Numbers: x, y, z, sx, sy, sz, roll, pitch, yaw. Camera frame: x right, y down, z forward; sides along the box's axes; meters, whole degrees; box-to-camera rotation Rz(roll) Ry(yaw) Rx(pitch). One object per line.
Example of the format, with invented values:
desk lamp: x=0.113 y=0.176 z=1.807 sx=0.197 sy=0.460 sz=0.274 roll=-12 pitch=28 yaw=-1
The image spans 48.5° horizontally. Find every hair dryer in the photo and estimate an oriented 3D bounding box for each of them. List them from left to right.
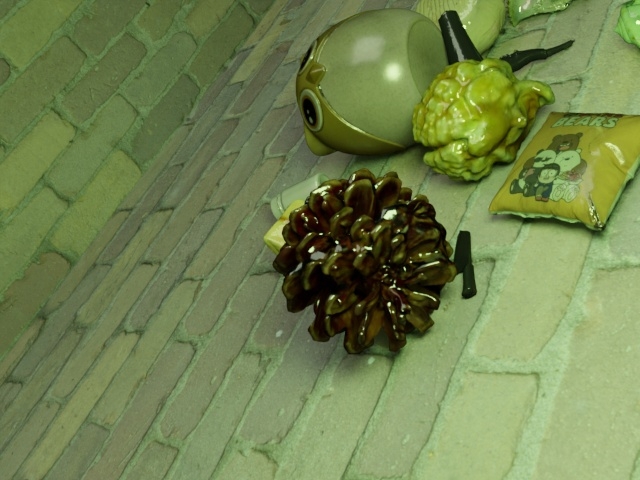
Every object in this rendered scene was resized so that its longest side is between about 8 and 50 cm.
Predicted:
hair dryer: x=0.515 y=-0.523 z=1.961 sx=0.360 sy=0.303 sz=0.120 roll=-16 pitch=-9 yaw=3

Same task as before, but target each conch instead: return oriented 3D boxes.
conch: x=0.821 y=-0.548 z=1.680 sx=0.251 sy=0.137 sz=0.143 roll=-32 pitch=31 yaw=16

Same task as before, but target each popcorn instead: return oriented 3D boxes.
popcorn: x=0.385 y=-0.311 z=1.757 sx=0.335 sy=0.279 sz=0.274 roll=-64 pitch=16 yaw=-11

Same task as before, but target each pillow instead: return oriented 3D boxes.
pillow: x=0.545 y=-0.162 z=1.529 sx=0.312 sy=0.119 sz=0.310 roll=-53 pitch=29 yaw=-14

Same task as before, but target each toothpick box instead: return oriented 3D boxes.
toothpick box: x=0.137 y=-0.445 z=2.054 sx=0.425 sy=0.409 sz=0.408 roll=-10 pitch=43 yaw=39

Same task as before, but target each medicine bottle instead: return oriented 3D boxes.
medicine bottle: x=-0.054 y=-0.127 z=2.175 sx=0.187 sy=0.103 sz=0.102 roll=-24 pitch=35 yaw=29

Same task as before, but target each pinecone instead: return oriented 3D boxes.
pinecone: x=0.097 y=0.063 z=1.524 sx=0.398 sy=0.397 sz=0.397 roll=-29 pitch=33 yaw=21

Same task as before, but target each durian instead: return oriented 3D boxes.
durian: x=0.686 y=-0.755 z=2.090 sx=0.306 sy=0.172 sz=0.166 roll=0 pitch=74 yaw=38

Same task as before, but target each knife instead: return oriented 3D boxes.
knife: x=0.322 y=0.048 z=1.616 sx=0.060 sy=0.028 sz=0.230 roll=-37 pitch=27 yaw=33

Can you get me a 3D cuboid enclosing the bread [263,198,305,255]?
bread: x=0.003 y=0.001 z=1.894 sx=0.264 sy=0.163 sz=0.167 roll=10 pitch=57 yaw=52

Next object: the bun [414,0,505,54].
bun: x=0.435 y=-0.677 z=2.213 sx=0.361 sy=0.213 sz=0.361 roll=-41 pitch=32 yaw=33
